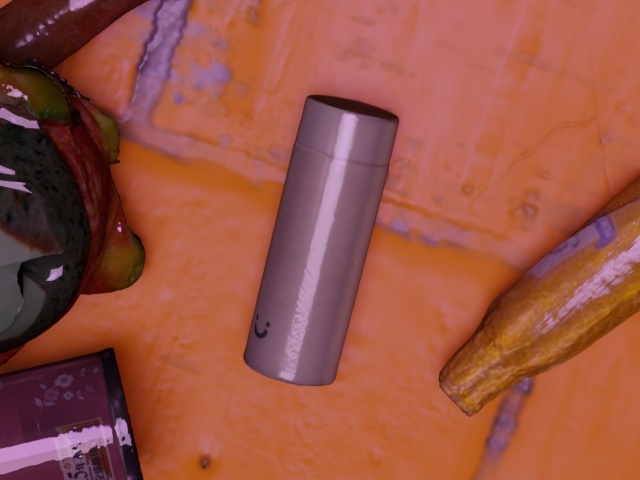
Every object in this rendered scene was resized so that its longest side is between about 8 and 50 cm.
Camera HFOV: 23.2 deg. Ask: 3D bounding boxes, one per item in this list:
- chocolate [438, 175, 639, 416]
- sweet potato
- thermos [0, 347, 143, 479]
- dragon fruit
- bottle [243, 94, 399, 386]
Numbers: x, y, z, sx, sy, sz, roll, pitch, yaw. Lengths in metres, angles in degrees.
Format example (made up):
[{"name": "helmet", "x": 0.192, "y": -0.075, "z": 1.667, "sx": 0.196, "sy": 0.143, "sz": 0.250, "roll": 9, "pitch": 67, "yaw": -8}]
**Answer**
[{"name": "chocolate", "x": 0.177, "y": 0.048, "z": 1.122, "sx": 0.219, "sy": 0.085, "sz": 0.085, "roll": -42, "pitch": 96, "yaw": 12}, {"name": "sweet potato", "x": -0.169, "y": -0.163, "z": 1.110, "sx": 0.255, "sy": 0.058, "sz": 0.078, "roll": -25, "pitch": 115, "yaw": 6}, {"name": "thermos", "x": -0.302, "y": 0.158, "z": 1.130, "sx": 0.330, "sy": 0.136, "sz": 0.109, "roll": -13, "pitch": 138, "yaw": -8}, {"name": "dragon fruit", "x": -0.261, "y": -0.024, "z": 1.087, "sx": 0.295, "sy": 0.130, "sz": 0.268, "roll": 20, "pitch": 116, "yaw": -10}, {"name": "bottle", "x": 0.000, "y": 0.000, "z": 1.124, "sx": 0.072, "sy": 0.072, "sz": 0.201, "roll": 13, "pitch": 102, "yaw": 1}]
